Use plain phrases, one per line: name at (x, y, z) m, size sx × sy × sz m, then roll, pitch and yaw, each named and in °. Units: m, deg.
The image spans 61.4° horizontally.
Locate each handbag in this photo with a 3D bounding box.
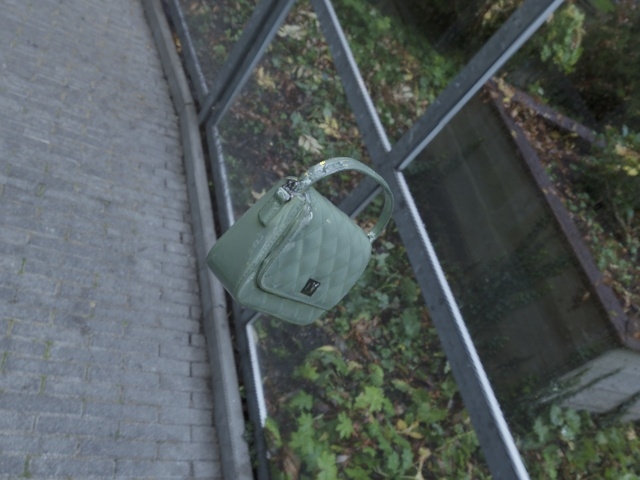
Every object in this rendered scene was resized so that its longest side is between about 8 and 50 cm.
handbag at (0.000, 0.000, 0.665) m, size 0.079 × 0.219 × 0.256 m, roll 47°, pitch 6°, yaw 27°
